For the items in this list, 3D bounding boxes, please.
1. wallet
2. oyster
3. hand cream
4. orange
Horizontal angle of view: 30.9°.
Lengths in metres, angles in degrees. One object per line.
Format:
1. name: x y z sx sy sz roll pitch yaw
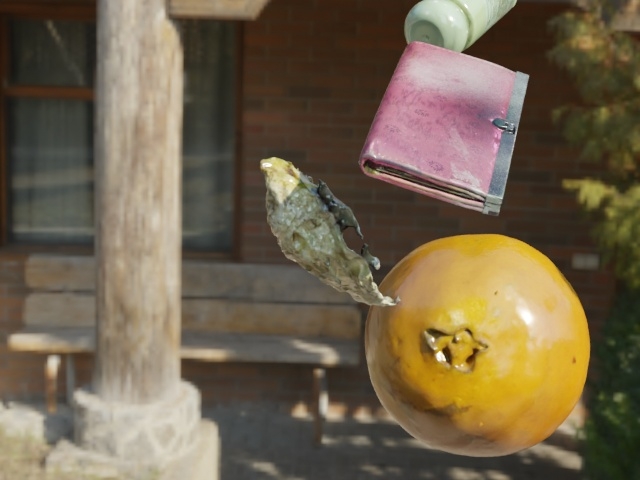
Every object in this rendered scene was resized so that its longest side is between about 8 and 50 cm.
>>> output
1. wallet: 0.110 -0.104 0.994 0.119 0.025 0.232 17 35 4
2. oyster: 0.006 0.008 1.089 0.072 0.133 0.209 -34 -21 -2
3. hand cream: 0.234 -0.356 1.704 0.093 0.147 0.306 27 44 24
4. orange: 0.213 0.141 1.587 0.312 0.312 0.312 2 10 0
